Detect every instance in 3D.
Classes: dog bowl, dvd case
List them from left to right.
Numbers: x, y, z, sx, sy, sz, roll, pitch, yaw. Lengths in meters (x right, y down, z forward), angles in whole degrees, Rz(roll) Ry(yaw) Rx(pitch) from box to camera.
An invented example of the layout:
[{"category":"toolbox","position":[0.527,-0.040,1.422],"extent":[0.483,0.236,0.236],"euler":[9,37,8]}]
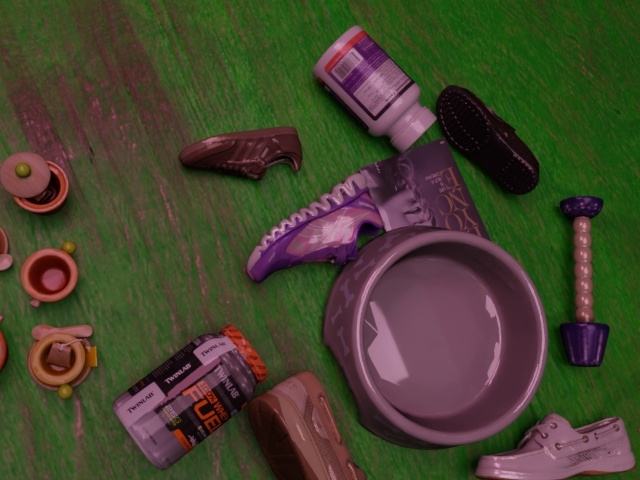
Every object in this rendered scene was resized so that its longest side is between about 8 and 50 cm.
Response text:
[{"category":"dvd case","position":[0.175,-0.042,1.141],"extent":[0.164,0.018,0.221],"euler":[-21,85,-17]},{"category":"dog bowl","position":[0.180,0.142,1.051],"extent":[0.348,0.102,0.349],"euler":[2,82,-15]}]

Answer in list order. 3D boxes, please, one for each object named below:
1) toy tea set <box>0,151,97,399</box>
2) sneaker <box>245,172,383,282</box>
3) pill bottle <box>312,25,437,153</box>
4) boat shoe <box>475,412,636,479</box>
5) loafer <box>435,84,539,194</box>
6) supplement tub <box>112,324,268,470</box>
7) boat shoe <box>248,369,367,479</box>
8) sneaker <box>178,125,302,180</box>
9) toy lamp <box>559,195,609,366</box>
[{"category":"toy tea set","position":[-0.408,0.046,0.920],"extent":[0.199,0.124,0.336],"euler":[-5,80,-15]},{"category":"sneaker","position":[0.000,0.000,1.044],"extent":[0.236,0.095,0.105],"euler":[-34,83,-18]},{"category":"pill bottle","position":[0.089,-0.233,1.112],"extent":[0.193,0.108,0.108],"euler":[45,72,-2]},{"category":"boat shoe","position":[0.354,0.314,1.077],"extent":[0.276,0.098,0.096],"euler":[1,78,-23]},{"category":"loafer","position":[0.280,-0.170,1.174],"extent":[0.220,0.080,0.078],"euler":[49,39,1]},{"category":"supplement tub","position":[-0.172,0.206,0.951],"extent":[0.190,0.117,0.117],"euler":[-37,89,-18]},{"category":"boat shoe","position":[0.021,0.347,0.969],"extent":[0.110,0.121,0.341],"euler":[-27,98,-40]},{"category":"sneaker","position":[-0.115,-0.123,1.059],"extent":[0.188,0.066,0.071],"euler":[-14,83,-16]},{"category":"toy lamp","position":[0.429,0.068,1.154],"extent":[0.080,0.080,0.275],"euler":[6,75,-13]}]
